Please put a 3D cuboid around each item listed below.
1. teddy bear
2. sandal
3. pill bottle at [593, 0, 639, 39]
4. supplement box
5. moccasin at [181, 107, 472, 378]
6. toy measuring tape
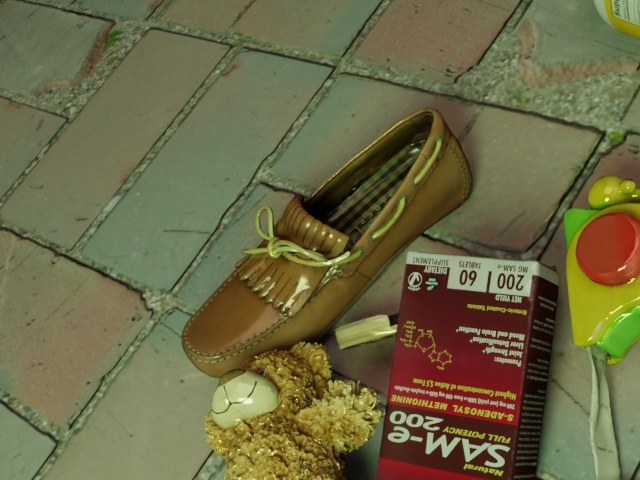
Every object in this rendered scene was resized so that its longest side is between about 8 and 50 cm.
[{"bbox_3d":[-0.035,0.234,0.917,0.245,0.113,0.338,-41,43,42],"label":"teddy bear"},{"bbox_3d":[0.134,0.096,1.008,0.240,0.088,0.079,-18,81,21],"label":"sandal"},{"bbox_3d":[0.416,-0.290,1.065,0.188,0.188,0.334,-44,48,-9],"label":"pill bottle"},{"bbox_3d":[0.132,0.136,0.904,0.130,0.073,0.239,4,82,30],"label":"supplement box"},{"bbox_3d":[0.001,0.002,1.083,0.380,0.147,0.139,-37,47,-2],"label":"moccasin"},{"bbox_3d":[0.292,0.078,0.900,0.121,0.121,0.330,-11,58,20],"label":"toy measuring tape"}]
